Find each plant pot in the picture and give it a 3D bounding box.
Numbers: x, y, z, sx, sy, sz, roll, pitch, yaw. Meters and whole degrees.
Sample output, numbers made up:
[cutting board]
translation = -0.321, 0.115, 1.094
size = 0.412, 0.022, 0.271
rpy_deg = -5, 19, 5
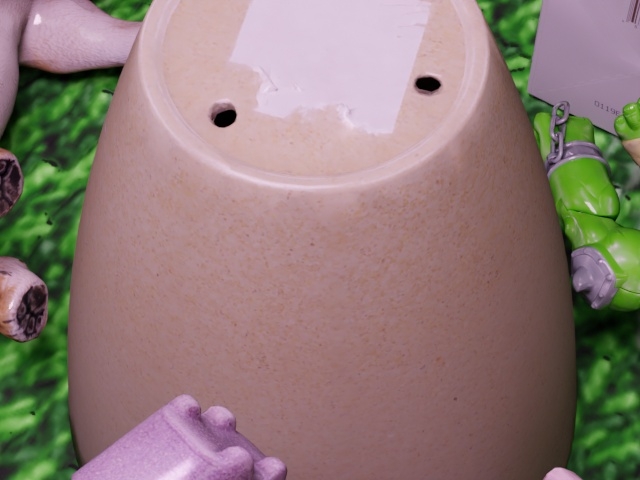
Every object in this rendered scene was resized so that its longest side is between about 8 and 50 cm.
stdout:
[plant pot]
translation = 0.000, 0.000, 0.670
size = 0.256, 0.274, 0.256
rpy_deg = 0, 58, 0

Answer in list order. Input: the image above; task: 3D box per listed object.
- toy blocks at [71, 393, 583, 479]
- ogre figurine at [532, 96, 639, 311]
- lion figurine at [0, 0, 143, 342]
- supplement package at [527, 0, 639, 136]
[toy blocks]
translation = 0.118, 0.127, 0.530
size = 0.309, 0.288, 0.260
rpy_deg = 38, 97, 35
[ogre figurine]
translation = 0.198, 0.005, 0.773
size = 0.197, 0.097, 0.118
rpy_deg = 32, 45, -17
[lion figurine]
translation = -0.209, -0.081, 0.821
size = 0.240, 0.142, 0.392
rpy_deg = 13, 44, 26
[supplement package]
translation = 0.235, -0.175, 0.856
size = 0.139, 0.134, 0.244
rpy_deg = 27, 63, 16
